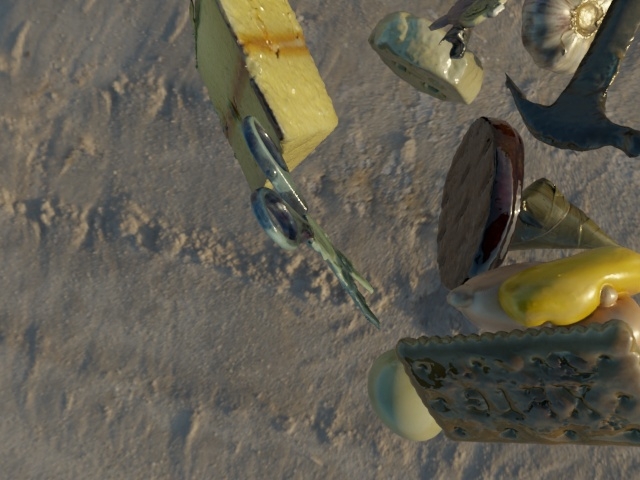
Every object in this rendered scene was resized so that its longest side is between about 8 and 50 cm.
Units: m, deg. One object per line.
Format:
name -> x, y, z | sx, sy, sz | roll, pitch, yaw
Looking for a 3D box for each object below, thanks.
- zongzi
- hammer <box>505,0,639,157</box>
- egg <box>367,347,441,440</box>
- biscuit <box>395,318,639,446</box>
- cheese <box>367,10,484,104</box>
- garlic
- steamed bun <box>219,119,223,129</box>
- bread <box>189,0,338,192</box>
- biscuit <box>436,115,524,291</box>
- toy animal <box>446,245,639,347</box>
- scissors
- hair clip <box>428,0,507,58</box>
zongzi -> 0.639, -0.005, 1.865 | 0.300, 0.145, 0.274 | 34, 151, 3
hammer -> 0.239, -0.195, 0.488 | 0.125, 0.027, 0.297 | 24, 81, 37
egg -> 0.214, 0.371, 1.599 | 0.186, 0.186, 0.242 | -27, 103, 21
biscuit -> 0.274, 0.202, 0.890 | 0.324, 0.044, 0.217 | -10, 120, 37
cheese -> 0.264, -0.463, 1.699 | 0.317, 0.326, 0.115 | 28, 94, -20
garlic -> 0.558, -0.520, 1.581 | 0.244, 0.253, 0.245 | -4, 104, -16
steamed bun -> -0.138, -0.326, 1.673 | 0.320, 0.206, 0.275 | 38, 152, -17
bread -> -0.161, -0.260, 1.217 | 0.404, 0.242, 0.346 | -30, 93, 42
biscuit -> 0.363, -0.077, 1.523 | 0.091, 0.407, 0.408 | 9, 106, -5
toy animal -> 0.389, 0.155, 1.125 | 0.345, 0.277, 0.247 | -14, 87, 34
scissors -> 0.000, 0.000, 0.996 | 0.029, 0.256, 0.383 | -29, 131, 14
hair clip -> 0.282, -0.416, 1.204 | 0.056, 0.146, 0.187 | 39, 84, -31
